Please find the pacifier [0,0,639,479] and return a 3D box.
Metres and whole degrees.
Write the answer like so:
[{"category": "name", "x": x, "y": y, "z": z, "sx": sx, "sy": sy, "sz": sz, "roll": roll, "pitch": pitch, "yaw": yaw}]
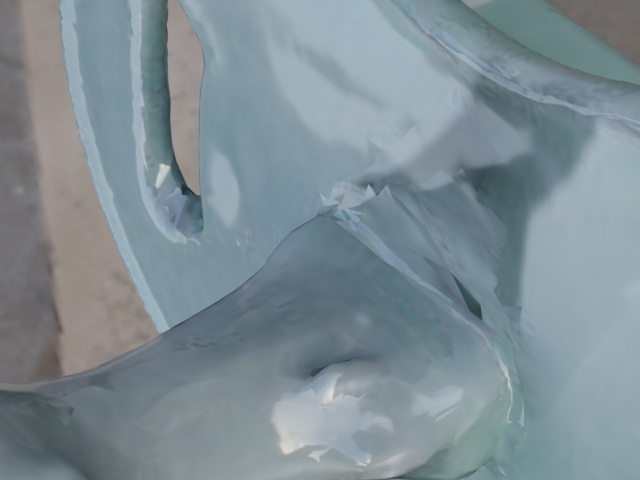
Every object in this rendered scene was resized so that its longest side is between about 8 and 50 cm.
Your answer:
[{"category": "pacifier", "x": -0.013, "y": 0.055, "z": 0.479, "sx": 0.343, "sy": 0.269, "sz": 0.288, "roll": 44, "pitch": 148, "yaw": 36}]
